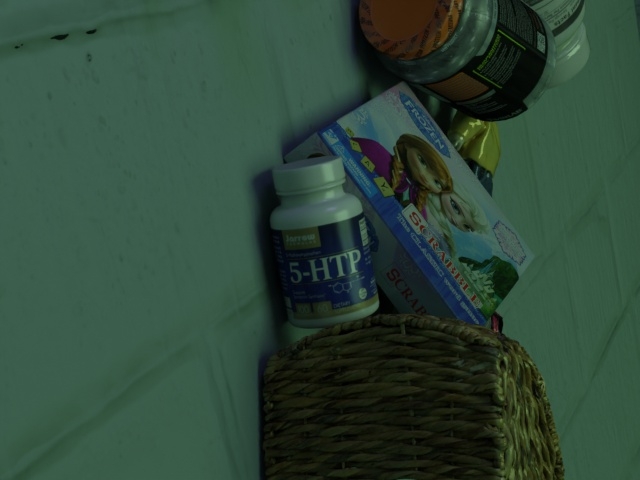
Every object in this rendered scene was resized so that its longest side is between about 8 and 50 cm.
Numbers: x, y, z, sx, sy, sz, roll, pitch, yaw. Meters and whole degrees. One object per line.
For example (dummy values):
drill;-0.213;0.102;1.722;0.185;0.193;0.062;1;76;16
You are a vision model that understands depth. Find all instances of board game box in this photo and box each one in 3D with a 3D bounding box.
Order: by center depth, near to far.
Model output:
board game box;0.130;-0.038;1.660;0.319;0.066;0.318;53;30;-2

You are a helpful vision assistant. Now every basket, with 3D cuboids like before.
basket;0.108;0.195;1.455;0.223;0.299;0.214;15;70;-60

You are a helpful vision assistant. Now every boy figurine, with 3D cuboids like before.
boy figurine;0.241;-0.153;2.043;0.177;0.092;0.285;22;64;-61

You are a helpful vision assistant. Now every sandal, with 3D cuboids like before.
sandal;0.292;0.164;2.142;0.067;0.040;0.179;-34;115;-61

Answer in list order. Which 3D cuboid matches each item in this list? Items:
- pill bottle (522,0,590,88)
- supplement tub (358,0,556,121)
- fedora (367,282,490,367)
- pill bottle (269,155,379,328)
pill bottle;0.339;-0.445;2.175;0.361;0.204;0.204;61;34;-41
supplement tub;0.201;-0.300;1.846;0.316;0.193;0.194;18;69;-56
fedora;0.167;0.101;1.796;0.275;0.124;0.244;-57;135;-53
pill bottle;0.000;0.000;1.483;0.112;0.112;0.187;-31;112;-62
